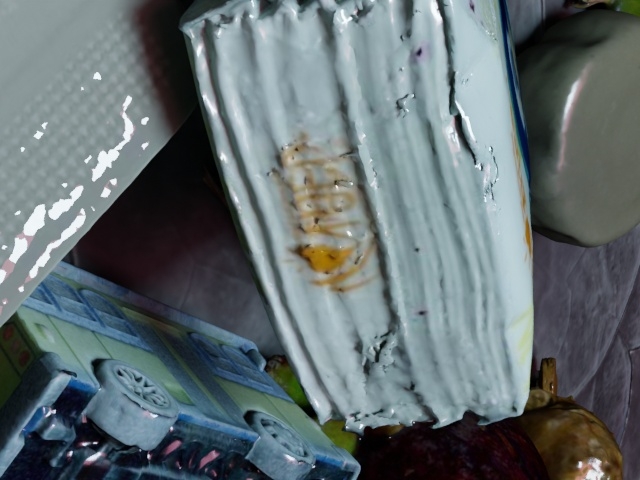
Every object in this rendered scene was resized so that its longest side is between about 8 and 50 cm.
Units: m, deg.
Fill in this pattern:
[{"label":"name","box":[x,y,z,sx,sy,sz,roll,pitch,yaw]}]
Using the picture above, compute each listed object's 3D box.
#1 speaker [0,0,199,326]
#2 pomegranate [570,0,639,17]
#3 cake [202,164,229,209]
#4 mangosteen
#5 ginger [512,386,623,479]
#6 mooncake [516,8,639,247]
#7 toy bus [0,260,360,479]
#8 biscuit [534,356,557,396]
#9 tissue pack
[{"label":"speaker","box":[-0.251,-0.022,0.477,0.406,0.184,0.183,-52,137,-20]},{"label":"pomegranate","box":[0.350,-0.290,1.093,0.142,0.114,0.114,-10,115,-18]},{"label":"cake","box":[0.005,-0.005,0.827,0.098,0.135,0.287,-44,126,-7]},{"label":"mangosteen","box":[0.061,0.244,0.875,0.300,0.300,0.300,-21,120,-41]},{"label":"ginger","box":[0.247,0.296,1.097,0.418,0.176,0.254,85,-3,-74]},{"label":"mooncake","box":[0.299,-0.125,1.078,0.275,0.135,0.275,-18,118,-38]},{"label":"toy bus","box":[-0.134,0.135,0.657,0.152,0.190,0.312,-54,139,5]},{"label":"biscuit","box":[0.299,0.236,1.265,0.138,0.031,0.205,-70,156,-48]},{"label":"tissue pack","box":[0.053,-0.105,0.656,0.388,0.162,0.287,-75,152,-56]}]
